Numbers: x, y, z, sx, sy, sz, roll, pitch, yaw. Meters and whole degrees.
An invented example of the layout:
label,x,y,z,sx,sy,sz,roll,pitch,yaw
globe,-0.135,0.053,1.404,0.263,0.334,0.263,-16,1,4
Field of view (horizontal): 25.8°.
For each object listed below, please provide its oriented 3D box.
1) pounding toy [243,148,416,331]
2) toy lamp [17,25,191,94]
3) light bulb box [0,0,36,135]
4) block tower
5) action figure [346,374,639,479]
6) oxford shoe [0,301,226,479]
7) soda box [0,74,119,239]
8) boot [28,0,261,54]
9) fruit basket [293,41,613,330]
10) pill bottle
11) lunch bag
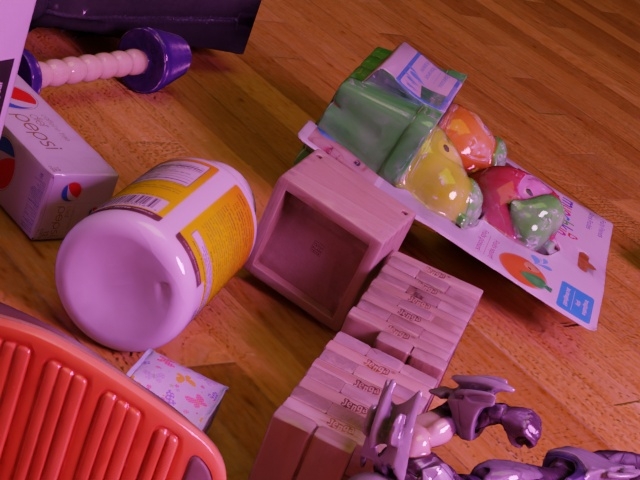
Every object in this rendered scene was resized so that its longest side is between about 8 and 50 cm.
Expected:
label,x,y,z,sx,sy,sz,roll,pitch,yaw
pounding toy,0.000,0.000,1.274,0.130,0.141,0.100,34,36,13
toy lamp,-0.241,-0.190,1.508,0.080,0.080,0.274,33,25,23
light bulb box,-0.409,-0.182,1.005,0.225,0.358,0.361,30,26,21
block tower,0.041,0.118,1.094,0.091,0.097,0.335,26,26,8
action figure,0.112,0.180,0.938,0.285,0.185,0.099,9,12,-43
oxford shoe,-0.221,0.081,0.910,0.363,0.130,0.133,25,16,3
soda box,-0.276,-0.086,1.272,0.074,0.069,0.216,-2,35,-44
boot,-0.334,-0.358,1.684,0.445,0.146,0.367,-8,48,-43
fruit basket,0.164,-0.068,1.501,0.353,0.165,0.327,28,24,4
pill bottle,-0.125,0.002,1.159,0.117,0.117,0.215,25,24,7
lunch bag,-0.113,0.122,1.001,0.071,0.053,0.083,25,14,1
